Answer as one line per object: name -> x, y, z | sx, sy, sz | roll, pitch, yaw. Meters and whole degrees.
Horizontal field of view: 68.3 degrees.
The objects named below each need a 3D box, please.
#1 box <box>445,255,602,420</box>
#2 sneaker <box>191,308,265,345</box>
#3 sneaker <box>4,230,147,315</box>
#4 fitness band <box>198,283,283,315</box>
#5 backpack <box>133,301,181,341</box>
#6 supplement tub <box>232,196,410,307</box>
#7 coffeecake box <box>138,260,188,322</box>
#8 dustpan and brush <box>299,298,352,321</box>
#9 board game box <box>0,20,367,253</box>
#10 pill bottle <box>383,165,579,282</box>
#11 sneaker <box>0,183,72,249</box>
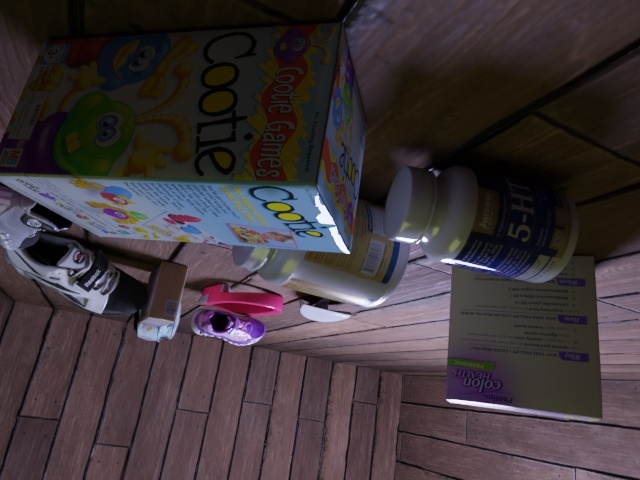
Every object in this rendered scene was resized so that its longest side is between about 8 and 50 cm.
box -> 0.325, 0.153, 0.772 | 0.214, 0.242, 0.117 | 0, 159, 21
sneaker -> -0.271, 0.264, 1.452 | 0.237, 0.095, 0.105 | 17, 155, -28
sneaker -> -0.553, 0.075, 1.087 | 0.331, 0.122, 0.146 | 28, 148, -22
fitness band -> -0.237, 0.181, 1.407 | 0.209, 0.054, 0.291 | 18, 160, -33
backpack -> -0.531, 0.244, 1.531 | 0.145, 0.165, 0.188 | 10, 164, -8
supplement tub -> 0.000, 0.000, 0.622 | 0.200, 0.144, 0.144 | 18, 159, -25
coffeecake box -> -0.410, 0.143, 1.222 | 0.068, 0.142, 0.185 | 16, 160, -24
dustpan and brush -> -0.010, 0.200, 1.366 | 0.147, 0.060, 0.211 | 16, 153, -16
board game box -> -0.109, -0.085, 0.427 | 0.276, 0.142, 0.144 | 4, 160, 15
pill bottle -> 0.173, -0.022, 0.530 | 0.187, 0.111, 0.112 | 11, 161, -9
sneaker -> -0.521, -0.029, 0.867 | 0.132, 0.086, 0.228 | 10, 160, -11
